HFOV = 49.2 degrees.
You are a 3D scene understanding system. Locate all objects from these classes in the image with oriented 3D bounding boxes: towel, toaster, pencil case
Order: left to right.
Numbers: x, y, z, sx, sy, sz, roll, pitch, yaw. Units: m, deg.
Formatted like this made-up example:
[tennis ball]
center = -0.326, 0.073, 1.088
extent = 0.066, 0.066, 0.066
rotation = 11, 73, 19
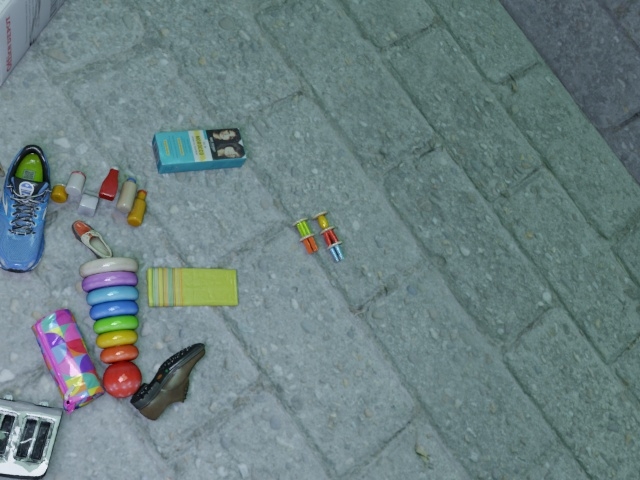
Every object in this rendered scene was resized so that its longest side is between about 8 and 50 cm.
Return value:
[toaster]
center = -0.664, 0.432, 1.516
extent = 0.168, 0.110, 0.185
rotation = 16, 65, -16
[pencil case]
center = -0.583, 0.277, 1.616
extent = 0.105, 0.104, 0.236
rotation = -21, 76, -29
[towel]
center = -0.335, 0.124, 1.835
extent = 0.238, 0.021, 0.102
rotation = 2, 75, -24

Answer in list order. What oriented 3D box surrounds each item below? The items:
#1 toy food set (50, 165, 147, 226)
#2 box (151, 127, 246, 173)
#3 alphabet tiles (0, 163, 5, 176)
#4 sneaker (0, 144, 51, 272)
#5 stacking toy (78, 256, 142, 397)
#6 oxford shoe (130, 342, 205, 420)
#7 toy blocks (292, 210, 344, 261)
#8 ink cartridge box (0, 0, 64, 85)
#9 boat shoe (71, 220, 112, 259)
[toy food set]
center = -0.557, -0.129, 1.790
extent = 0.233, 0.111, 0.104
rotation = 16, 52, -16
[box]
center = -0.338, -0.252, 1.958
extent = 0.245, 0.060, 0.100
rotation = -9, 74, -26
[alphabet tiles]
center = -0.845, -0.261, 1.604
extent = 0.011, 0.342, 0.285
rotation = -25, 80, 2
[sneaker]
center = -0.718, -0.083, 1.677
extent = 0.130, 0.147, 0.329
rotation = 5, 69, -22
[stacking toy]
center = -0.493, 0.212, 1.680
extent = 0.141, 0.141, 0.330
rotation = -4, 78, -25
[oxford shoe]
center = -0.355, 0.345, 1.713
extent = 0.227, 0.083, 0.096
rotation = -47, 111, -30
[toy blocks]
center = 0.000, 0.000, 2.007
extent = 0.123, 0.054, 0.148
rotation = -20, 79, -29
[ink cartridge box]
center = -0.794, -0.640, 1.785
extent = 0.166, 0.285, 0.394
rotation = 26, 61, -10
[boat shoe]
center = -0.575, 0.000, 1.765
extent = 0.049, 0.043, 0.137
rotation = -40, 87, -29
